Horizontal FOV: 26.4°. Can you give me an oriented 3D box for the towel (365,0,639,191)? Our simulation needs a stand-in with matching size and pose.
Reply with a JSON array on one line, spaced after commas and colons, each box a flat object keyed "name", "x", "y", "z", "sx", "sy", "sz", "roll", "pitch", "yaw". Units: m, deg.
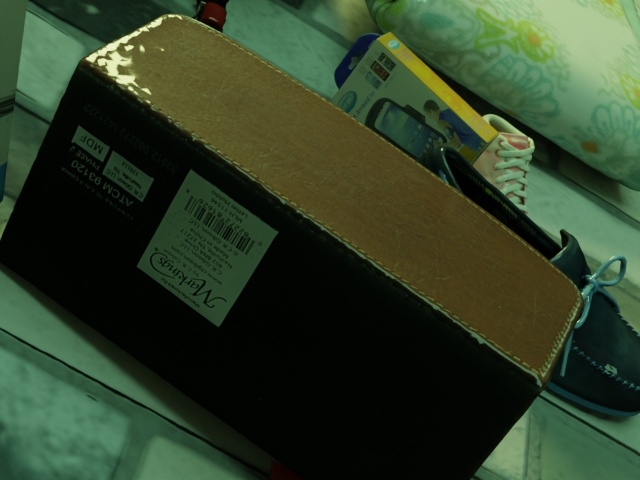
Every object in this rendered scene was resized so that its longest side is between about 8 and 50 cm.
[{"name": "towel", "x": 0.175, "y": -0.238, "z": 1.312, "sx": 0.321, "sy": 0.090, "sz": 0.374, "roll": 25, "pitch": 36, "yaw": -23}]

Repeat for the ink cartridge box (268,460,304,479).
[{"name": "ink cartridge box", "x": -0.003, "y": 0.174, "z": 0.775, "sx": 0.063, "sy": 0.029, "sz": 0.115, "roll": 27, "pitch": 38, "yaw": -16}]

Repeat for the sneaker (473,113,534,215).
[{"name": "sneaker", "x": 0.148, "y": -0.045, "z": 1.107, "sx": 0.051, "sy": 0.070, "sz": 0.134, "roll": 9, "pitch": 46, "yaw": -37}]

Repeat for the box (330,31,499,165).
[{"name": "box", "x": 0.066, "y": -0.100, "z": 1.085, "sx": 0.136, "sy": 0.081, "sz": 0.028, "roll": 43, "pitch": 37, "yaw": 6}]

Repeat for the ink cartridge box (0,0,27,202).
[{"name": "ink cartridge box", "x": -0.233, "y": -0.110, "z": 0.723, "sx": 0.086, "sy": 0.203, "sz": 0.148, "roll": -29, "pitch": 72, "yaw": -31}]

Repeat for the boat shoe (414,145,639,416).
[{"name": "boat shoe", "x": 0.159, "y": 0.033, "z": 1.015, "sx": 0.258, "sy": 0.089, "sz": 0.109, "roll": 35, "pitch": 36, "yaw": -5}]

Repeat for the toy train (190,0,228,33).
[{"name": "toy train", "x": -0.086, "y": -0.166, "z": 1.062, "sx": 0.027, "sy": 0.036, "sz": 0.158, "roll": 27, "pitch": 38, "yaw": -16}]

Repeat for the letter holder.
[{"name": "letter holder", "x": 0.000, "y": 0.000, "z": 0.839, "sx": 0.302, "sy": 0.152, "sz": 0.214, "roll": 35, "pitch": 33, "yaw": 5}]
